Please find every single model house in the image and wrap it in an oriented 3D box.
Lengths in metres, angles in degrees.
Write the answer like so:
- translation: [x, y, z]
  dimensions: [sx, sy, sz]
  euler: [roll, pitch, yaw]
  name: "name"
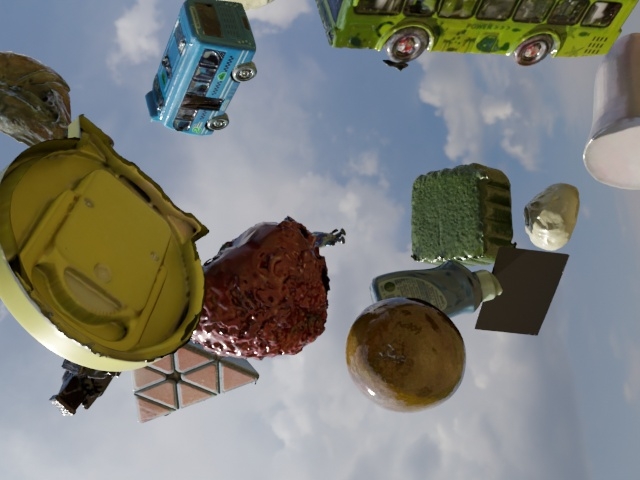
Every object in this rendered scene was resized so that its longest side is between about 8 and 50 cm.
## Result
- translation: [-0.531, 0.312, 1.370]
  dimensions: [0.141, 0.164, 0.203]
  euler: [24, -92, -21]
  name: "model house"

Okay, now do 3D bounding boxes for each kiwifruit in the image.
- translation: [0.144, 0.189, 0.987]
  dimensions: [0.234, 0.196, 0.195]
  euler: [11, -110, -70]
  name: "kiwifruit"

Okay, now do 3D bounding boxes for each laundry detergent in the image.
- translation: [0.266, 0.123, 1.358]
  dimensions: [0.094, 0.290, 0.143]
  euler: [86, 171, -66]
  name: "laundry detergent"

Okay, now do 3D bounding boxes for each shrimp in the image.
- translation: [-0.654, -0.306, 1.369]
  dimensions: [0.446, 0.110, 0.221]
  euler: [36, -125, 11]
  name: "shrimp"

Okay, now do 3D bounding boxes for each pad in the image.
- translation: [0.472, 0.125, 1.400]
  dimensions: [0.004, 0.164, 0.242]
  euler: [-86, 3, -59]
  name: "pad"

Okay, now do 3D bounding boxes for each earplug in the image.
- translation: [0.561, -0.258, 1.046]
  dimensions: [0.172, 0.172, 0.301]
  euler: [46, -132, -37]
  name: "earplug"

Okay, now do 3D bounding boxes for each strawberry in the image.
- translation: [-0.091, 0.096, 0.998]
  dimensions: [0.220, 0.274, 0.274]
  euler: [44, -142, 4]
  name: "strawberry"

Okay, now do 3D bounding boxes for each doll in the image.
- translation: [0.000, 0.000, 2.215]
  dimensions: [0.096, 0.195, 0.070]
  euler: [-79, -29, -42]
  name: "doll"

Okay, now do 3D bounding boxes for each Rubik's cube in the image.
- translation: [-0.310, 0.255, 1.311]
  dimensions: [0.229, 0.228, 0.233]
  euler: [-20, -94, -33]
  name: "Rubik's cube"

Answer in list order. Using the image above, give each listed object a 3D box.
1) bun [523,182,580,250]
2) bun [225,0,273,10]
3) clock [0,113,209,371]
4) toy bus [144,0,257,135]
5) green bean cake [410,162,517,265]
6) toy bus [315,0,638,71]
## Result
- translation: [0.562, -0.066, 1.468]
  dimensions: [0.183, 0.102, 0.183]
  euler: [-164, 90, -89]
  name: "bun"
- translation: [-0.218, -0.814, 1.805]
  dimensions: [0.202, 0.365, 0.364]
  euler: [62, -143, -35]
  name: "bun"
- translation: [-0.254, 0.015, 0.689]
  dimensions: [0.277, 0.071, 0.293]
  euler: [49, -153, -24]
  name: "clock"
- translation: [-0.208, -0.293, 1.028]
  dimensions: [0.134, 0.246, 0.113]
  euler: [-4, -115, -33]
  name: "toy bus"
- translation: [0.365, -0.059, 1.535]
  dimensions: [0.156, 0.247, 0.249]
  euler: [9, -101, -43]
  name: "green bean cake"
- translation: [0.152, -0.248, 0.552]
  dimensions: [0.302, 0.139, 0.113]
  euler: [-3, -123, -17]
  name: "toy bus"
